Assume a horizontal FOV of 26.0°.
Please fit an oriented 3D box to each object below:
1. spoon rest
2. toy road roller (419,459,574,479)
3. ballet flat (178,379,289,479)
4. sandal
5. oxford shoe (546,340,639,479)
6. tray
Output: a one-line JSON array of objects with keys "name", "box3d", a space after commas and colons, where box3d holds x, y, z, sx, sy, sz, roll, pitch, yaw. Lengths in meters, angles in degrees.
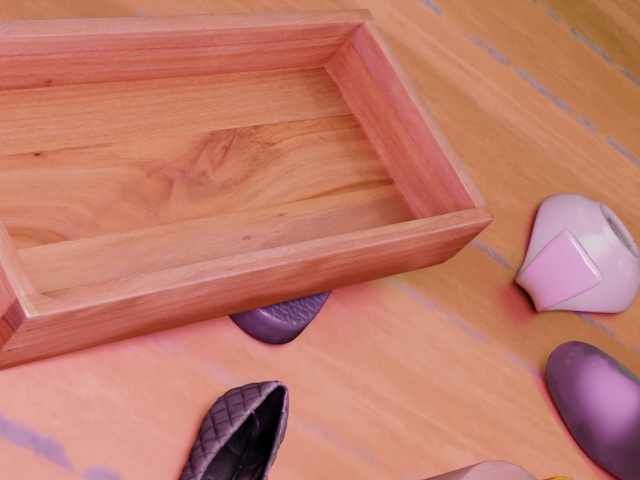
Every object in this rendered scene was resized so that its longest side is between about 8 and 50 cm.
[{"name": "spoon rest", "box3d": [0.242, 0.018, 1.323, 0.137, 0.084, 0.276, 56, 20, 8]}, {"name": "toy road roller", "box3d": [0.031, 0.282, 0.673, 0.329, 0.202, 0.241, -34, 97, -50]}, {"name": "ballet flat", "box3d": [-0.056, 0.149, 0.837, 0.057, 0.049, 0.173, 37, 36, -22]}, {"name": "sandal", "box3d": [-0.001, 0.000, 1.068, 0.097, 0.054, 0.254, 45, 41, 7]}, {"name": "oxford shoe", "box3d": [0.272, 0.174, 1.208, 0.212, 0.076, 0.076, 48, 2, 3]}, {"name": "tray", "box3d": [-0.079, -0.052, 0.943, 0.411, 0.076, 0.203, -11, 64, -45]}]
